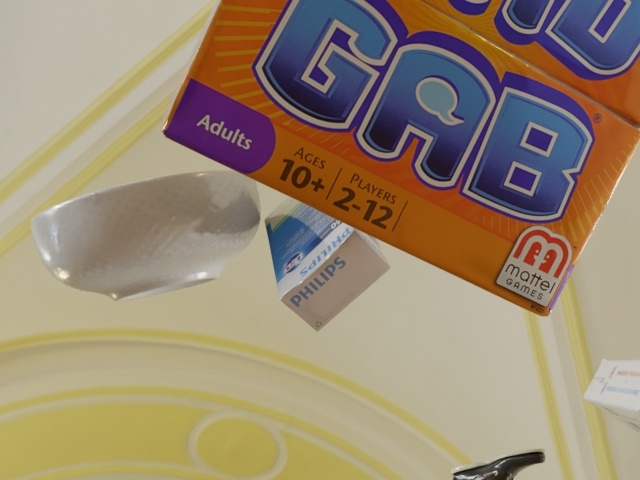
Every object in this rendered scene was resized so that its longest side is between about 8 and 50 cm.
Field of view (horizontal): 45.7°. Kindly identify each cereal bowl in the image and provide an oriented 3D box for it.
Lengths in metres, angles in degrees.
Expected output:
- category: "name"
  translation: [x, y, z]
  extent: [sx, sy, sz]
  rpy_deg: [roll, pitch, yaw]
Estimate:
- category: "cereal bowl"
  translation: [-0.246, 0.006, 1.134]
  extent: [0.338, 0.339, 0.141]
  rpy_deg: [-14, -94, 13]

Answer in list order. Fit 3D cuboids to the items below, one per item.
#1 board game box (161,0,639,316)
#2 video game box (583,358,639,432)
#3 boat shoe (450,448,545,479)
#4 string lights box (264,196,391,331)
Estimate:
- category: "board game box"
  translation: [0.079, -0.192, 0.748]
  extent: [0.356, 0.356, 0.356]
  rpy_deg: [25, -85, -15]
- category: "video game box"
  translation: [0.306, 0.156, 0.548]
  extent: [0.205, 0.187, 0.048]
  rpy_deg: [31, -91, 13]
- category: "boat shoe"
  translation: [0.230, 0.296, 0.970]
  extent: [0.133, 0.042, 0.049]
  rpy_deg: [-29, -31, 29]
- category: "string lights box"
  translation: [0.000, 0.000, 1.067]
  extent: [0.133, 0.260, 0.077]
  rpy_deg: [-42, -66, 11]
